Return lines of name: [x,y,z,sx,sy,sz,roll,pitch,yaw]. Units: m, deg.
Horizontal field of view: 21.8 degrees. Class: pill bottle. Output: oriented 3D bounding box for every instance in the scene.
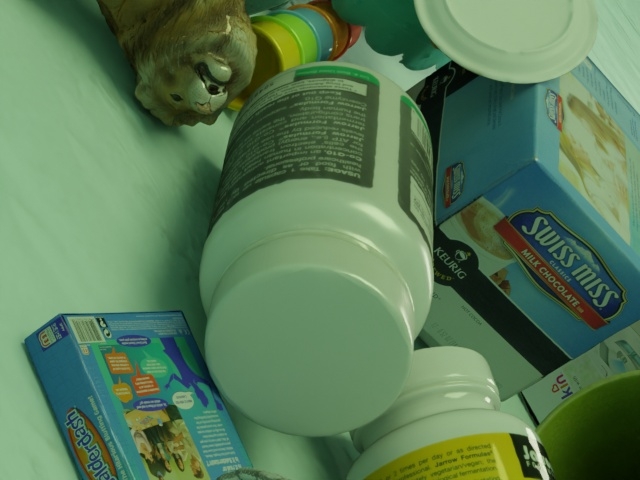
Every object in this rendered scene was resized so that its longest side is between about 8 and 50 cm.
pill bottle: [0.000,0.000,1.496,0.204,0.204,0.361,45,24,-20]
pill bottle: [0.128,0.269,1.449,0.188,0.188,0.334,23,42,-47]

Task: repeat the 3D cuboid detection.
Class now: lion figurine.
lion figurine: [-0.211,-0.278,1.538,0.392,0.240,0.142,31,32,-12]

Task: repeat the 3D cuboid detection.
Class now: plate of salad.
plate of salad: [0.194,-0.241,1.756,0.200,0.048,0.199,5,58,-8]

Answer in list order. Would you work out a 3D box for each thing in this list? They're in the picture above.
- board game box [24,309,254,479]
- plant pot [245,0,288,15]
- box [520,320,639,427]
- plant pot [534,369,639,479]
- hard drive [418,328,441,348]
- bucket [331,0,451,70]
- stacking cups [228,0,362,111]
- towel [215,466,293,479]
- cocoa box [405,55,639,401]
board game box: [-0.129,0.157,1.313,0.160,0.047,0.210,3,56,-58]
plant pot: [-0.120,-0.353,1.700,0.252,0.248,0.247,67,23,-18]
box: [0.395,0.149,1.969,0.262,0.231,0.126,-7,66,-60]
plant pot: [0.377,0.325,1.756,0.293,0.275,0.274,51,23,-46]
hard drive: [0.105,0.015,1.857,0.319,0.040,0.210,44,29,-22]
bucket: [0.140,-0.353,1.935,0.281,0.183,0.281,24,51,-33]
stacking cups: [-0.023,-0.215,1.851,0.096,0.096,0.316,56,26,0]
towel: [0.048,0.296,1.218,0.284,0.121,0.235,32,-6,31]
cocoa box: [0.217,-0.050,1.812,0.231,0.228,0.347,44,29,-21]
